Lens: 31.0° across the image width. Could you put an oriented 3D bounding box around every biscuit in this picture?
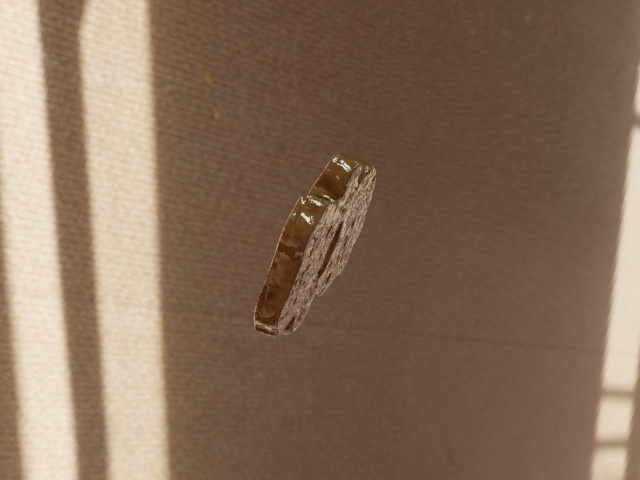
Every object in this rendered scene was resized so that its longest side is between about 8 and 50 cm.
[{"bbox_3d":[-0.001,-0.004,0.789,0.184,0.027,0.133,-51,161,-56],"label":"biscuit"}]
